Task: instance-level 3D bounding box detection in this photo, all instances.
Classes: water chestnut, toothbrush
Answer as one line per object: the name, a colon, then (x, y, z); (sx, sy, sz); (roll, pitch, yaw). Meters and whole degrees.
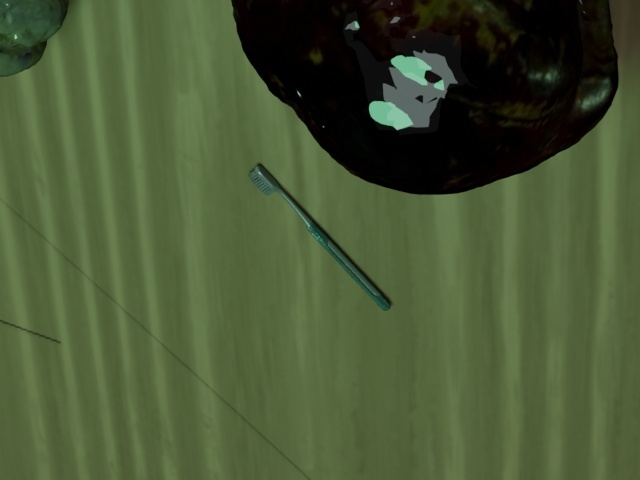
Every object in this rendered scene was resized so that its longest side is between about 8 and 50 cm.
water chestnut: (0.077, -0.163, 1.287); (0.244, 0.289, 0.289); (-41, 108, -5)
toothbrush: (0.000, 0.000, 1.526); (0.014, 0.011, 0.167); (-34, 108, 31)

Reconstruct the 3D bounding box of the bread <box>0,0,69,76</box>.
bread: (-0.352, -0.228, 1.370); (0.337, 0.183, 0.102); (35, 128, -9)
